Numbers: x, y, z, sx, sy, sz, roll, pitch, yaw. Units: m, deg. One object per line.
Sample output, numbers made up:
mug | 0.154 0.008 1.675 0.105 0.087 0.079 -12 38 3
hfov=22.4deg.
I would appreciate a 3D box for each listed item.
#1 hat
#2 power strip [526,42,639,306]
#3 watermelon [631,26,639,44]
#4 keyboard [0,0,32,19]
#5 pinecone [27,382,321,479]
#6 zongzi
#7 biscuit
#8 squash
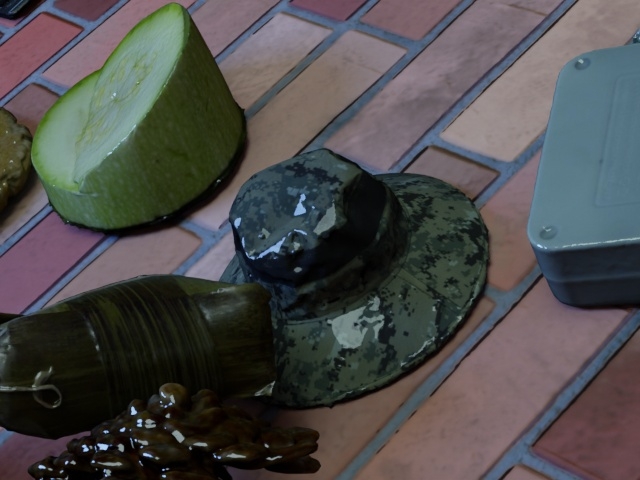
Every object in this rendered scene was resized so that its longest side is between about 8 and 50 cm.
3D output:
hat | 0.000 0.000 1.326 0.266 0.128 0.265 -17 42 16
power strip | 0.299 -0.075 1.252 0.261 0.141 0.229 -5 45 26
watermelon | 0.360 -0.219 1.430 0.101 0.080 0.155 22 40 33
keyboard | -0.314 -0.343 1.920 0.094 0.025 0.230 16 55 40
pinecone | -0.104 0.205 1.110 0.229 0.202 0.201 -4 67 11
zongzi | -0.186 0.086 1.264 0.248 0.111 0.241 -9 5 -25
biscuit | -0.393 -0.058 1.641 0.226 0.042 0.226 -12 43 12
squash | -0.189 -0.113 1.544 0.220 0.133 0.220 -18 42 17
